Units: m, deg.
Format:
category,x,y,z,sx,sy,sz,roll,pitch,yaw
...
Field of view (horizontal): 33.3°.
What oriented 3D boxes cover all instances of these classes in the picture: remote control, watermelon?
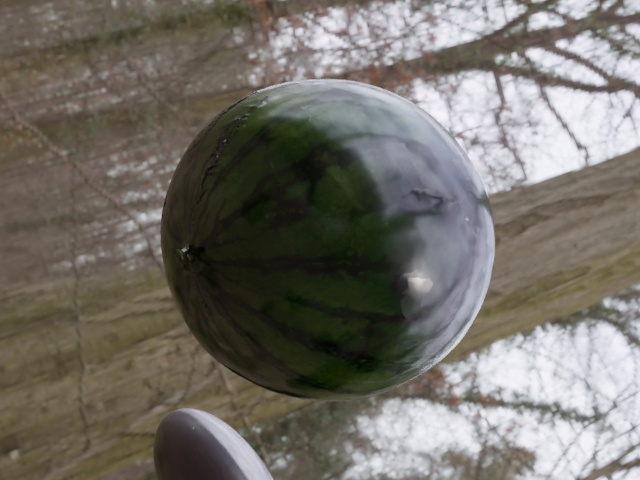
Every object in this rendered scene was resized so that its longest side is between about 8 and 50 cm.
category,x,y,z,sx,sy,sz,roll,pitch,yaw
remote control,-0.105,0.338,1.238,0.221,0.103,0.332,23,-48,45
watermelon,0.004,0.000,0.776,0.242,0.242,0.242,34,-47,45
